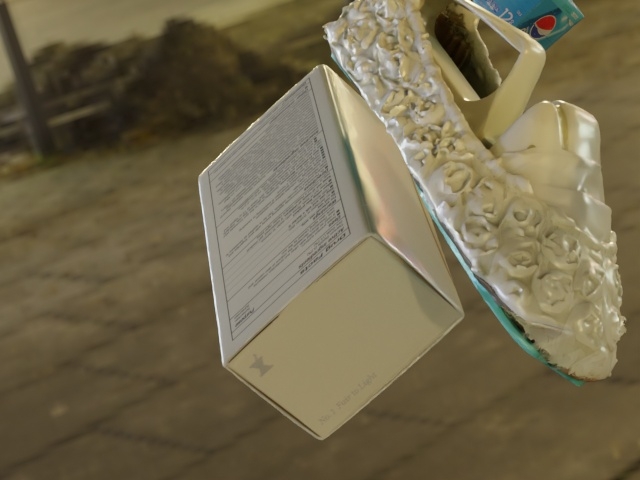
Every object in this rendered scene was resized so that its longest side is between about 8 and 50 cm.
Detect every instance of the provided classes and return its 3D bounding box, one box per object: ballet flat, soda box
[{"bbox_3d":[0.122,-0.078,1.390,0.147,0.147,0.409,-20,47,-11],"label":"ballet flat"},{"bbox_3d":[0.151,-0.266,1.771,0.067,0.210,0.071,-40,-31,14],"label":"soda box"}]

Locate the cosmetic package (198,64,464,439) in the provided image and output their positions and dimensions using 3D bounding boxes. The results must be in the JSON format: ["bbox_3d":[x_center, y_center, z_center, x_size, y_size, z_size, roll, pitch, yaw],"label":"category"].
[{"bbox_3d":[0.000,0.000,1.555,0.160,0.113,0.309,-41,27,16],"label":"cosmetic package"}]
